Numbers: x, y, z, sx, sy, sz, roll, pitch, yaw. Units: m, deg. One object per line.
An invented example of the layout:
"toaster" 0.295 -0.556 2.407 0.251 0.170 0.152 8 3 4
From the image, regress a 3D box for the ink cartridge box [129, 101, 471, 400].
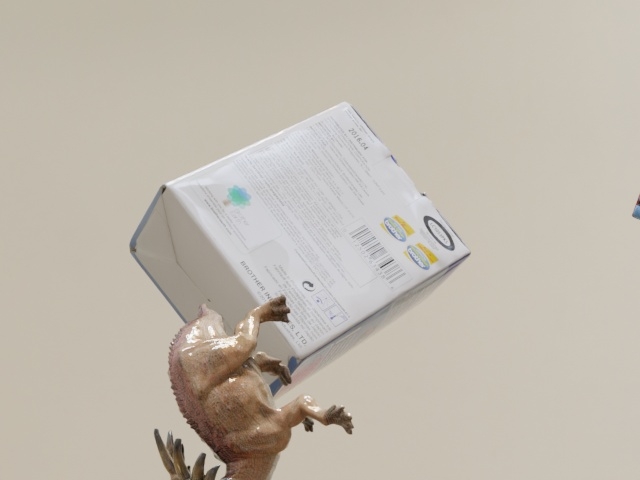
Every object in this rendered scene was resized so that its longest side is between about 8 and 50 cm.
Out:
"ink cartridge box" 0.000 0.000 1.661 0.395 0.270 0.151 -30 -13 -39

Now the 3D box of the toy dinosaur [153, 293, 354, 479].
"toy dinosaur" -0.103 0.170 1.346 0.295 0.200 0.127 62 154 28

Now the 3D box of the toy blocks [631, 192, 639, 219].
"toy blocks" 0.487 0.036 1.323 0.190 0.382 0.261 -71 20 5
